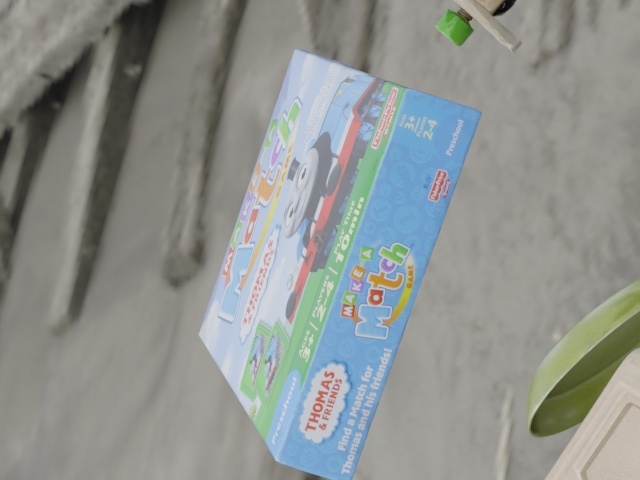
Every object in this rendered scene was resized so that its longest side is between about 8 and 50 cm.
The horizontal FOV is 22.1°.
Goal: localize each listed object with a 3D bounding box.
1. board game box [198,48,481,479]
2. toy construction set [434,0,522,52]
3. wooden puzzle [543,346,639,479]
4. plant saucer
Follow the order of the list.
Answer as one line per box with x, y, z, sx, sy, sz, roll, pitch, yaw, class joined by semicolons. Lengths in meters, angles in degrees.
0.000;0.000;0.749;0.211;0.039;0.160;-140;68;-74;board game box
0.162;-0.307;1.561;0.237;0.309;0.257;-45;22;15;toy construction set
0.275;0.213;1.208;0.044;0.221;0.238;-41;-19;-52;wooden puzzle
0.281;0.096;1.541;0.037;0.241;0.241;52;129;23;plant saucer
